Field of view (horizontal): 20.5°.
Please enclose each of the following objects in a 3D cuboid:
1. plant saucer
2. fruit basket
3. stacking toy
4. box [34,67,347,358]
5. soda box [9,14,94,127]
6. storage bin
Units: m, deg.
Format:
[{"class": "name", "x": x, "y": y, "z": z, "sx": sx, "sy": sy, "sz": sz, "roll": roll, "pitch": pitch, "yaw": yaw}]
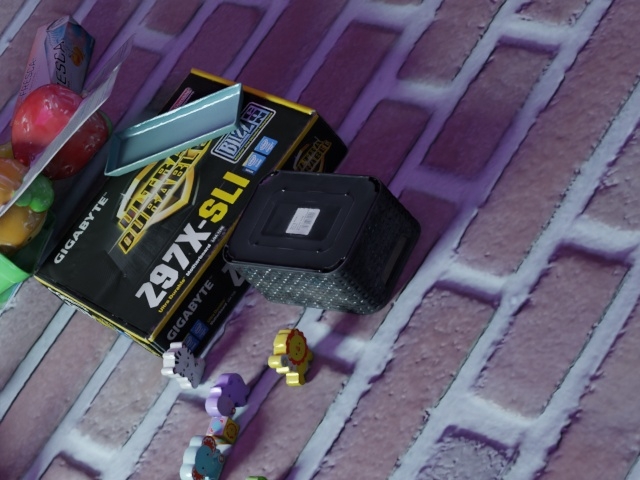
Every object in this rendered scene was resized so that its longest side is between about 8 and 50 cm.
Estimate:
[{"class": "plant saucer", "x": -0.169, "y": -0.126, "z": 2.069, "sx": 0.192, "sy": 0.018, "sz": 0.067, "roll": -20, "pitch": 45, "yaw": 29}, {"class": "fruit basket", "x": -0.340, "y": -0.079, "z": 2.128, "sx": 0.353, "sy": 0.165, "sz": 0.327, "roll": -41, "pitch": 14, "yaw": 12}, {"class": "stacking toy", "x": -0.110, "y": 0.195, "z": 1.831, "sx": 0.167, "sy": 0.052, "sz": 0.221, "roll": -7, "pitch": 53, "yaw": 37}, {"class": "box", "x": -0.152, "y": -0.032, "z": 2.046, "sx": 0.257, "sy": 0.079, "sz": 0.322, "roll": 25, "pitch": 74, "yaw": 47}, {"class": "soda box", "x": -0.362, "y": -0.215, "z": 2.398, "sx": 0.063, "sy": 0.058, "sz": 0.183, "roll": -17, "pitch": 47, "yaw": 30}, {"class": "storage bin", "x": 0.000, "y": 0.000, "z": 1.880, "sx": 0.180, "sy": 0.084, "sz": 0.122, "roll": 5, "pitch": 60, "yaw": 44}]
